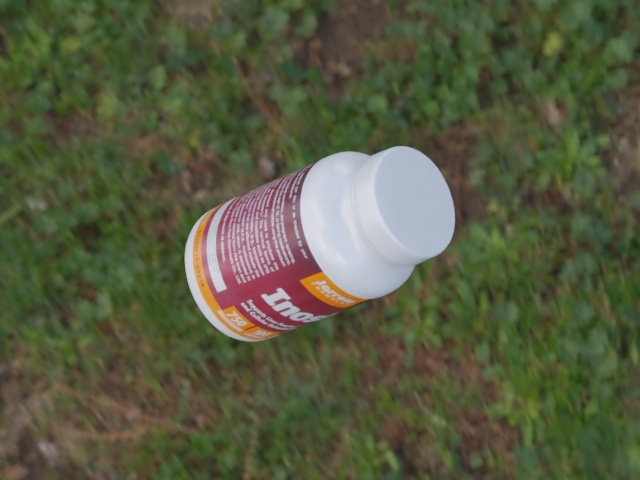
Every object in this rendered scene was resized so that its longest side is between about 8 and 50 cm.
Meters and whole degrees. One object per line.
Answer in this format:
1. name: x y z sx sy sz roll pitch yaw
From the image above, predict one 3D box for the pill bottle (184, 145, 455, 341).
1. pill bottle: 0.000 0.000 1.138 0.152 0.086 0.086 -23 49 43
